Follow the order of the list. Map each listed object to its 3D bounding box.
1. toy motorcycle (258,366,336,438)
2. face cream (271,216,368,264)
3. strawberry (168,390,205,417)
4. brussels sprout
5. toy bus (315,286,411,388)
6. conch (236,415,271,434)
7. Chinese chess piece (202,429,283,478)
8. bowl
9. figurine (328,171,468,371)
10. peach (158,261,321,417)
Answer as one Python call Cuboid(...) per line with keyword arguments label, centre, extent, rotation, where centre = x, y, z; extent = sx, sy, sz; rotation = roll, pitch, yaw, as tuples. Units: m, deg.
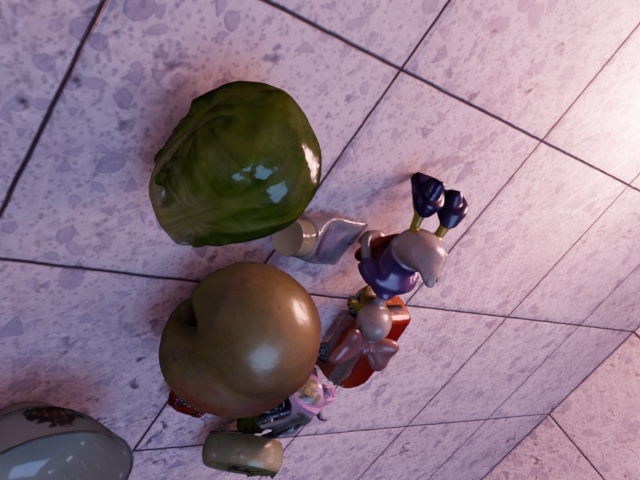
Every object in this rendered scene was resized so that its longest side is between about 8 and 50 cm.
Cuboid(label="toy motorcycle", centre=(-0.047, 0.358, 1.574), extent=(0.188, 0.143, 0.327), rotation=(-20, 163, 18))
Cuboid(label="face cream", centre=(0.000, 0.000, 1.326), extent=(0.114, 0.070, 0.224), rotation=(-51, 154, 20))
Cuboid(label="strawberry", centre=(-0.265, 0.321, 1.436), extent=(0.096, 0.083, 0.083), rotation=(12, 123, -46))
Cuboid(label="brussels sprout", centre=(-0.126, -0.097, 0.981), extent=(0.271, 0.219, 0.210), rotation=(-28, 130, 22))
Cuboid(label="toy bus", centre=(0.093, 0.226, 1.588), extent=(0.121, 0.119, 0.265), rotation=(2, 130, -42))
Cuboid(label="conch", centre=(-0.153, 0.417, 1.663), extent=(0.121, 0.074, 0.089), rotation=(-67, 170, 12))
Cuboid(label="Chinese chess piece", centre=(-0.181, 0.499, 1.633), extent=(0.189, 0.083, 0.188), rotation=(5, 156, 2))
Cuboid(label="bowl", centre=(-0.518, 0.390, 1.240), extent=(0.337, 0.157, 0.337), rotation=(-23, 142, -20))
Cuboid(label="figurine", centre=(0.157, 0.068, 1.385), extent=(0.154, 0.193, 0.420), rotation=(17, 118, -32))
Cuboid(label="peach", centre=(-0.132, 0.182, 1.246), extent=(0.293, 0.247, 0.292), rotation=(-9, 116, -19))
